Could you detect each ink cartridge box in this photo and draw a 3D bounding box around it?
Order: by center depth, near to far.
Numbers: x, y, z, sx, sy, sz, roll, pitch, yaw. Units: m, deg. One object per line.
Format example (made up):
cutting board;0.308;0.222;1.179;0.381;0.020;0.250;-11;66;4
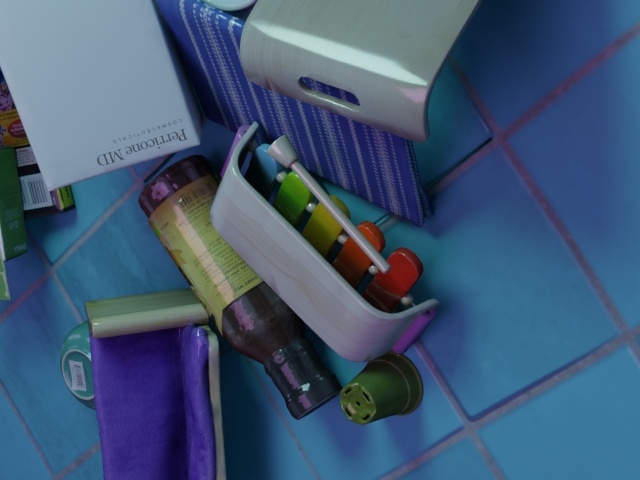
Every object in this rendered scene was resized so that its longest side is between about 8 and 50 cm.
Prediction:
ink cartridge box;-0.475;-0.024;1.828;0.109;0.062;0.209;-1;103;22

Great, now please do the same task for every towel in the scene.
towel;-0.027;-0.155;1.452;0.336;0.040;0.243;28;158;27

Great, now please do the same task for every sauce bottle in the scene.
sauce bottle;-0.095;0.060;1.609;0.111;0.111;0.344;-42;76;39

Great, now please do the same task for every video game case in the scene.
video game case;-0.497;-0.143;1.863;0.275;0.035;0.248;-8;100;24

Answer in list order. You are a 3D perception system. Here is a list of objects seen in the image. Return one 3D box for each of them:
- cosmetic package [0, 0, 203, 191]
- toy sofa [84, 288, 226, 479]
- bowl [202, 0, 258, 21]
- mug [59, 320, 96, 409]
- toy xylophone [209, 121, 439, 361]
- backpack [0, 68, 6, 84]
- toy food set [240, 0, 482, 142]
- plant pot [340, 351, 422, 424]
cosmetic package;-0.281;-0.266;1.508;0.197;0.155;0.365;-19;107;1
toy sofa;-0.210;0.256;1.691;0.177;0.150;0.362;-132;38;-69
bowl;-0.064;-0.332;1.444;0.298;0.134;0.298;12;111;34
mug;-0.289;0.180;1.808;0.158;0.097;0.129;48;127;16
toy xylophone;0.000;0.000;1.483;0.323;0.081;0.236;49;147;3
backpack;-0.455;-0.363;1.670;0.290;0.273;0.355;25;87;25
toy food set;0.085;-0.256;1.289;0.219;0.092;0.306;24;77;30
plant pot;0.065;0.180;1.544;0.083;0.079;0.083;12;111;35
